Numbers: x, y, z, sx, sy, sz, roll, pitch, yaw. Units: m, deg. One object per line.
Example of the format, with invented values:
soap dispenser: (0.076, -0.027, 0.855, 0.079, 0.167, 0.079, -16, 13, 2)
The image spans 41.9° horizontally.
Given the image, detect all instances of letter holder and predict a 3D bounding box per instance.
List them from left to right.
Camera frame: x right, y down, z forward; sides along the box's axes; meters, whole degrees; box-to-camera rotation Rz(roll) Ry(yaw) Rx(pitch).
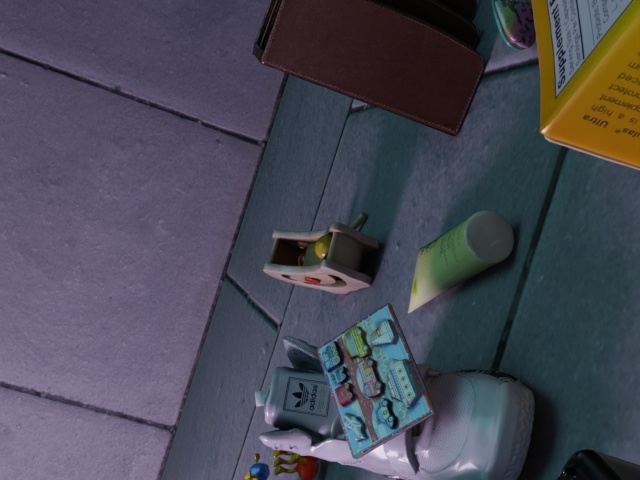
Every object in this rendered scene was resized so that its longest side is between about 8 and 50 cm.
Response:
letter holder: (0.083, -0.310, 1.200, 0.152, 0.301, 0.214, -116, 46, -70)

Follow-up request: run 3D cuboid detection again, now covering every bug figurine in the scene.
bug figurine: (-0.066, 0.420, 1.352, 0.279, 0.072, 0.216, -48, 34, 49)

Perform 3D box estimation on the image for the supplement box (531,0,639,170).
supplement box: (0.293, -0.210, 0.474, 0.356, 0.195, 0.194, 121, 162, -51)

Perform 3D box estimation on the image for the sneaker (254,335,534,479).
sneaker: (0.057, 0.188, 0.886, 0.366, 0.210, 0.137, 149, 136, -69)

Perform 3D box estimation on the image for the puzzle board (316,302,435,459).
puzzle board: (0.050, 0.136, 0.823, 0.096, 0.011, 0.128, -36, 51, 20)

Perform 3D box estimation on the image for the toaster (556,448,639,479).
toaster: (0.193, 0.240, 0.518, 0.186, 0.110, 0.168, -121, 50, -71)

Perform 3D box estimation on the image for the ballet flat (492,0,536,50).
ballet flat: (0.259, -0.335, 1.062, 0.079, 0.077, 0.222, -34, 35, 36)

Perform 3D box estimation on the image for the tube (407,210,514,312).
tube: (0.156, 0.026, 1.029, 0.070, 0.062, 0.240, -34, -4, -20)

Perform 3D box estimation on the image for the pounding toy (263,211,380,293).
pounding toy: (0.000, 0.000, 1.440, 0.269, 0.154, 0.155, 153, 133, -70)
